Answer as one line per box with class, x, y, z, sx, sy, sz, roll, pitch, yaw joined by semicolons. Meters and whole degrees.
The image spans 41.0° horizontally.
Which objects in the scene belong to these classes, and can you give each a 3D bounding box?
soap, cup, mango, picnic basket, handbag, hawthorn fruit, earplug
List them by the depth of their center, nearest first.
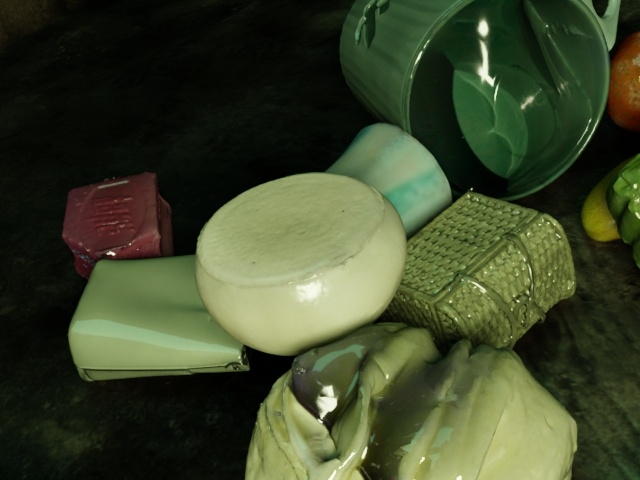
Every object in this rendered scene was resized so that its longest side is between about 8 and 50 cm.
picnic basket;0.186;0.057;1.011;0.196;0.134;0.154;-36;34;-26
mango;0.447;-0.064;1.105;0.227;0.099;0.136;-20;39;12
earplug;0.000;0.000;1.122;0.324;0.185;0.185;-36;37;-27
handbag;-0.166;0.088;1.156;0.315;0.109;0.241;-8;36;8
hawthorn fruit;0.516;-0.224;1.251;0.194;0.157;0.157;12;43;25
cup;0.250;-0.275;1.318;0.401;0.310;0.392;-17;28;-10
soap;-0.318;-0.005;1.368;0.162;0.099;0.250;-13;33;-6

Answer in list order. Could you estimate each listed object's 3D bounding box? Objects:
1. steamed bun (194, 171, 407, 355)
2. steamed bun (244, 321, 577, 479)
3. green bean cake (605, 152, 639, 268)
steamed bun;-0.017;0.036;0.932;0.232;0.145;0.232;-10;33;7
steamed bun;0.071;0.193;0.803;0.320;0.206;0.275;-28;33;-22
green bean cake;0.464;-0.034;0.961;0.248;0.125;0.222;-28;71;5
